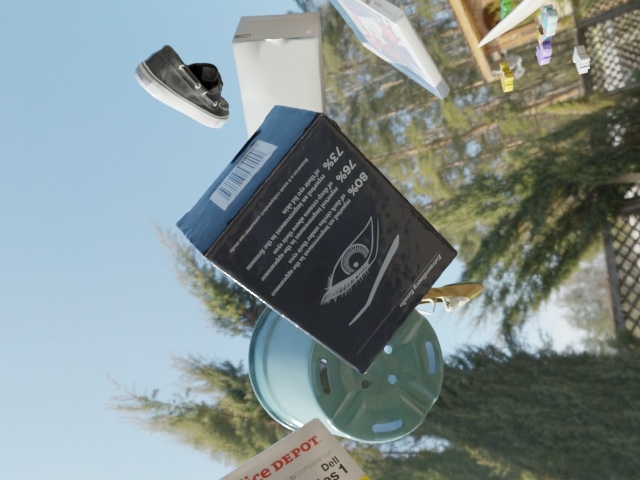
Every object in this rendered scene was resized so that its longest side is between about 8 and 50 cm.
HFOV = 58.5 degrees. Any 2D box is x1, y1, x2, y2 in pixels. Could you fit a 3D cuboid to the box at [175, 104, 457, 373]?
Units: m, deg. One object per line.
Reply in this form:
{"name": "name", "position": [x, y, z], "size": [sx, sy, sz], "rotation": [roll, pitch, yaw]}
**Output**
{"name": "box", "position": [0.000, 0.000, 0.535], "size": [0.207, 0.108, 0.153], "rotation": [42, -95, -30]}

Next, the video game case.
{"name": "video game case", "position": [0.085, -0.293, 0.803], "size": [0.183, 0.023, 0.201], "rotation": [45, -171, 31]}

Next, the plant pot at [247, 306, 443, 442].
{"name": "plant pot", "position": [0.052, 0.239, 1.127], "size": [0.341, 0.334, 0.341], "rotation": [2, -98, -16]}

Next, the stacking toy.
{"name": "stacking toy", "position": [0.434, -0.391, 1.098], "size": [0.221, 0.166, 0.052], "rotation": [64, -162, -56]}

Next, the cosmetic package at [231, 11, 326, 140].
{"name": "cosmetic package", "position": [-0.054, -0.220, 0.889], "size": [0.107, 0.127, 0.238], "rotation": [-87, -4, -50]}

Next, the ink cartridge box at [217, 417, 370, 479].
{"name": "ink cartridge box", "position": [-0.004, 0.392, 0.704], "size": [0.201, 0.278, 0.117], "rotation": [-23, -40, -33]}

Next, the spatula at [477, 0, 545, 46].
{"name": "spatula", "position": [0.208, -0.207, 0.334], "size": [0.168, 0.242, 0.019], "rotation": [-31, -91, -14]}

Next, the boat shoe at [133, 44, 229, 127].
{"name": "boat shoe", "position": [-0.182, -0.230, 0.843], "size": [0.080, 0.076, 0.228], "rotation": [51, -168, 14]}

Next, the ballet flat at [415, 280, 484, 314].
{"name": "ballet flat", "position": [0.289, 0.146, 1.406], "size": [0.080, 0.232, 0.073], "rotation": [88, 178, -68]}
